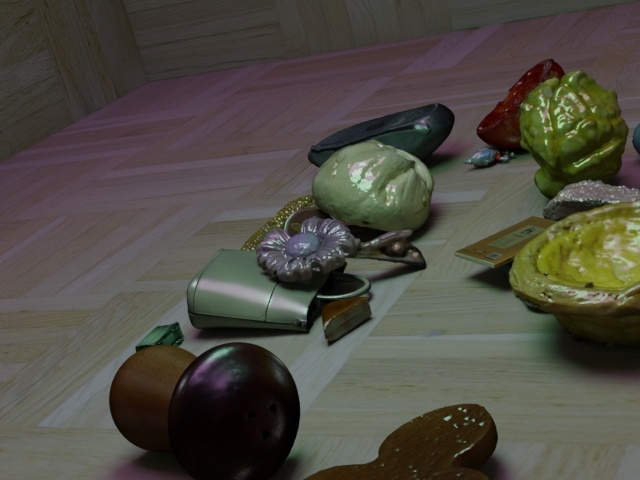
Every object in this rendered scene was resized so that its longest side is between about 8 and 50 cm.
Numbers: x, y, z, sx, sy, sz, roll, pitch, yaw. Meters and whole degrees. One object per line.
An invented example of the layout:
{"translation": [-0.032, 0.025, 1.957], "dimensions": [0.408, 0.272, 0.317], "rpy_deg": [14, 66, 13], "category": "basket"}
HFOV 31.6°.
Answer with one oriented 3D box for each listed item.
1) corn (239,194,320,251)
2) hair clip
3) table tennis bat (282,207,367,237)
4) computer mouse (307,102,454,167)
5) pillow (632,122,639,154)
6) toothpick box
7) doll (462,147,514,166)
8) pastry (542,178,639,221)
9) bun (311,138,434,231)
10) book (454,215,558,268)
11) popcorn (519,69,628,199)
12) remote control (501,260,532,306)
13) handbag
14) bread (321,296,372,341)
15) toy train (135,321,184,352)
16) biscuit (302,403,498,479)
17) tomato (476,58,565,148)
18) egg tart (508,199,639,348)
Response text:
{"translation": [-0.076, -0.010, 2.250], "dimensions": [0.087, 0.086, 0.288], "rpy_deg": [-2, 25, 34], "category": "corn"}
{"translation": [0.041, 0.014, 1.990], "dimensions": [0.300, 0.069, 0.173], "rpy_deg": [-1, 25, -12], "category": "hair clip"}
{"translation": [0.000, 0.000, 2.253], "dimensions": [0.170, 0.107, 0.119], "rpy_deg": [-5, -17, -12], "category": "table tennis bat"}
{"translation": [0.144, -0.212, 2.597], "dimensions": [0.374, 0.114, 0.203], "rpy_deg": [-10, 21, 37], "category": "computer mouse"}
{"translation": [0.725, -0.212, 2.196], "dimensions": [0.233, 0.086, 0.214], "rpy_deg": [-30, 29, -31], "category": "pillow"}
{"translation": [-0.160, 0.225, 1.530], "dimensions": [0.192, 0.192, 0.294], "rpy_deg": [-29, 18, -33], "category": "toothpick box"}
{"translation": [0.362, -0.180, 2.451], "dimensions": [0.114, 0.039, 0.057], "rpy_deg": [-9, 52, -13], "category": "doll"}
{"translation": [0.489, -0.038, 1.866], "dimensions": [0.112, 0.102, 0.265], "rpy_deg": [-31, 27, -21], "category": "pastry"}
{"translation": [0.107, -0.116, 2.212], "dimensions": [0.259, 0.160, 0.259], "rpy_deg": [8, 13, -2], "category": "bun"}
{"translation": [0.324, 0.001, 1.887], "dimensions": [0.172, 0.012, 0.118], "rpy_deg": [-23, 19, -21], "category": "book"}
{"translation": [0.469, -0.201, 2.117], "dimensions": [0.195, 0.254, 0.256], "rpy_deg": [-22, 27, -12], "category": "popcorn"}
{"translation": [0.347, 0.048, 1.823], "dimensions": [0.087, 0.047, 0.244], "rpy_deg": [-18, 17, 2], "category": "remote control"}
{"translation": [-0.062, 0.096, 2.001], "dimensions": [0.315, 0.109, 0.241], "rpy_deg": [5, 26, 16], "category": "handbag"}
{"translation": [0.029, 0.127, 1.855], "dimensions": [0.109, 0.043, 0.062], "rpy_deg": [-32, 27, -36], "category": "bread"}
{"translation": [-0.279, 0.177, 1.965], "dimensions": [0.056, 0.038, 0.093], "rpy_deg": [-8, 21, 27], "category": "toy train"}
{"translation": [0.066, 0.316, 1.275], "dimensions": [0.283, 0.064, 0.432], "rpy_deg": [-10, 17, 42], "category": "biscuit"}
{"translation": [0.468, -0.278, 2.491], "dimensions": [0.233, 0.139, 0.200], "rpy_deg": [-48, 9, 8], "category": "tomato"}
{"translation": [0.446, 0.053, 1.604], "dimensions": [0.345, 0.132, 0.345], "rpy_deg": [-15, 20, 5], "category": "egg tart"}
